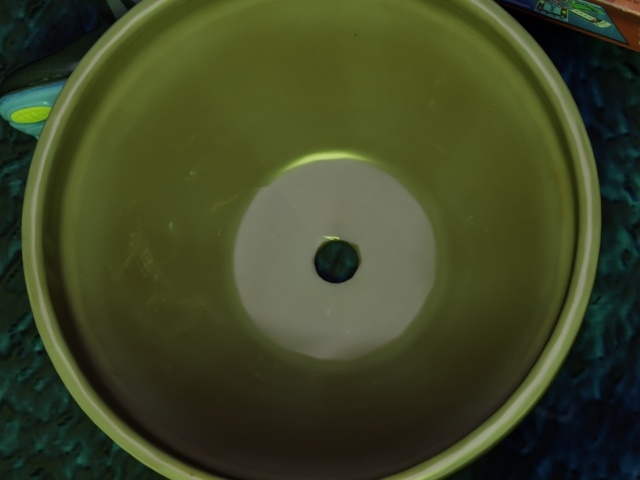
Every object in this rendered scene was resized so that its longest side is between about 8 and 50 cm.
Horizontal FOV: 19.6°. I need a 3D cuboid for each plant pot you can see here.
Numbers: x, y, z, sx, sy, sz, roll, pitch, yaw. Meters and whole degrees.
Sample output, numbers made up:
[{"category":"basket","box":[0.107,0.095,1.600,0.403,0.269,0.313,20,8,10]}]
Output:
[{"category":"plant pot","box":[0.000,0.000,0.800,0.237,0.110,0.237,-1,80,7]}]

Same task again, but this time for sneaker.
[{"category":"sneaker","box":[-0.068,-0.109,0.857,0.188,0.067,0.078,-36,69,-5]}]

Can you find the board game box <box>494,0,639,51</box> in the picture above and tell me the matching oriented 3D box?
[{"category":"board game box","box":[0.065,-0.178,0.837,0.281,0.027,0.145,20,57,11]}]
